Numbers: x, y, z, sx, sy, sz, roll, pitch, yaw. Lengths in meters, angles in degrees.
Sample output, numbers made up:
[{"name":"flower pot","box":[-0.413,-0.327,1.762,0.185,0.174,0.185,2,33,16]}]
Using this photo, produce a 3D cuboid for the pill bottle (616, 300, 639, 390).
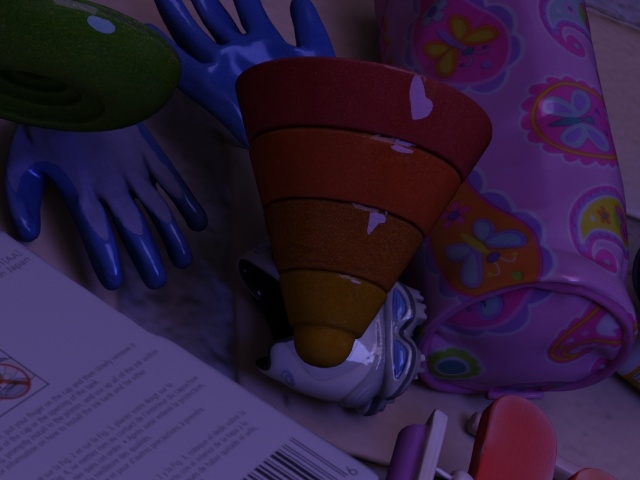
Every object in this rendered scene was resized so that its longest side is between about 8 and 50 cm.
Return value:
[{"name":"pill bottle","box":[0.190,0.066,1.058,0.083,0.043,0.043,38,43,-7]}]

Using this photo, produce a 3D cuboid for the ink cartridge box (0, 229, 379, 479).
[{"name":"ink cartridge box","box":[-0.148,0.115,0.754,0.239,0.060,0.275,31,38,21]}]

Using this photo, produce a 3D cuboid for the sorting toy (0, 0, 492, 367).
[{"name":"sorting toy","box":[-0.109,-0.029,0.839,0.365,0.127,0.126,12,75,-9]}]

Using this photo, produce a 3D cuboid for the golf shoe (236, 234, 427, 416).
[{"name":"golf shoe","box":[0.000,0.000,0.953,0.086,0.069,0.176,11,50,-23]}]

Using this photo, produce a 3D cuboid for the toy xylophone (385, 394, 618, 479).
[{"name":"toy xylophone","box":[0.146,0.189,0.901,0.322,0.081,0.236,27,45,-18]}]

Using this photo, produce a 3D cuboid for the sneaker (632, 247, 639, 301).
[{"name":"sneaker","box":[0.216,0.021,1.073,0.223,0.098,0.083,2,94,-50]}]

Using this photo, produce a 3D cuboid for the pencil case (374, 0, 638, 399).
[{"name":"pencil case","box":[0.094,-0.054,1.029,0.124,0.124,0.284,16,48,-27]}]

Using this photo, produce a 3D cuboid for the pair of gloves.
[{"name":"pair of gloves","box":[-0.071,-0.060,0.934,0.198,0.023,0.159,-22,65,-25]}]
